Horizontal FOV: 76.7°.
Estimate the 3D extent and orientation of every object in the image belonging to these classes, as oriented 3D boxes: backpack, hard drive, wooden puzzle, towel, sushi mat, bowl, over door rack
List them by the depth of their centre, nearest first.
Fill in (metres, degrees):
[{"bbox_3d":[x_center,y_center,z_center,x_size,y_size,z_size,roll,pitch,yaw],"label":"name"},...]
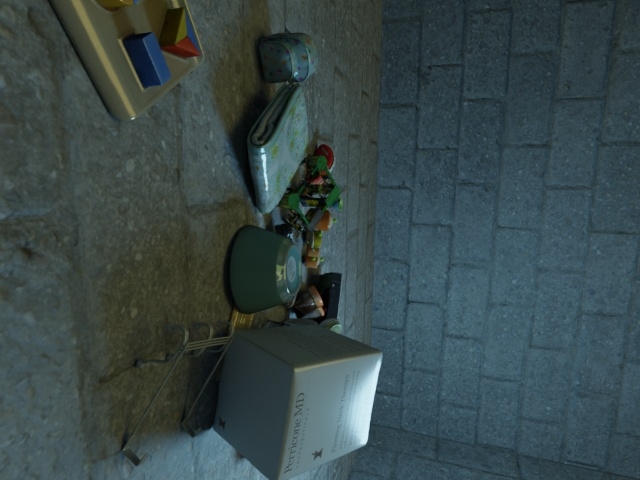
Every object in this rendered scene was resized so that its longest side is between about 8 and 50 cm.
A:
[{"bbox_3d":[-0.365,-0.467,0.839,0.347,0.081,0.321,-68,154,-44],"label":"wooden puzzle"},{"bbox_3d":[-0.359,0.355,1.021,0.323,0.108,0.239,-70,160,-2],"label":"over door rack"},{"bbox_3d":[-0.277,0.325,1.370,0.151,0.019,0.315,56,41,-63],"label":"sushi mat"},{"bbox_3d":[-0.167,0.100,1.387,0.312,0.163,0.310,0,90,-74],"label":"bowl"},{"bbox_3d":[-0.111,-0.630,1.403,0.144,0.189,0.165,-62,151,-52],"label":"backpack"},{"bbox_3d":[-0.139,-0.325,1.420,0.320,0.090,0.374,88,21,-53],"label":"towel"},{"bbox_3d":[0.032,0.336,2.056,0.237,0.064,0.338,153,-55,-71],"label":"hard drive"}]

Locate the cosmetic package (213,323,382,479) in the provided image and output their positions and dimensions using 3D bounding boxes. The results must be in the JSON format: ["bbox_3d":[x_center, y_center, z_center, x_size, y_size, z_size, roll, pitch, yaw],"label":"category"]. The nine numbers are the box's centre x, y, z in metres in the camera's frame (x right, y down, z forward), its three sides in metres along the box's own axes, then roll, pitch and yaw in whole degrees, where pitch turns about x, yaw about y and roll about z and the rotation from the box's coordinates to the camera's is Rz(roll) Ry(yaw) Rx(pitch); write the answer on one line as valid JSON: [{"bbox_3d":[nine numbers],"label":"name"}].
[{"bbox_3d":[-0.069,0.473,1.283,0.394,0.328,0.328,7,94,-45],"label":"cosmetic package"}]

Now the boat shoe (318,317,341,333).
[{"bbox_3d":[0.012,0.420,1.673,0.302,0.094,0.108,-30,118,-50],"label":"boat shoe"}]

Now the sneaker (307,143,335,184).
[{"bbox_3d":[-0.004,-0.359,1.933,0.118,0.108,0.278,49,45,-53],"label":"sneaker"}]

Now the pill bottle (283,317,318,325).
[{"bbox_3d":[-0.093,0.480,1.749,0.153,0.154,0.264,-2,96,-72],"label":"pill bottle"}]

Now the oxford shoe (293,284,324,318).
[{"bbox_3d":[-0.066,0.307,1.897,0.129,0.133,0.363,60,-10,22],"label":"oxford shoe"}]

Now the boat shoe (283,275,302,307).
[{"bbox_3d":[-0.124,0.193,1.731,0.066,0.066,0.183,52,45,-62],"label":"boat shoe"}]

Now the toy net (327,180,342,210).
[{"bbox_3d":[0.088,-0.275,2.310,0.232,0.045,0.121,67,32,-54],"label":"toy net"}]

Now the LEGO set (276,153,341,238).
[{"bbox_3d":[-0.085,-0.189,1.669,0.255,0.192,0.331,47,61,-41],"label":"LEGO set"}]

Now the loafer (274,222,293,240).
[{"bbox_3d":[-0.157,0.027,1.592,0.076,0.079,0.223,-98,-165,-52],"label":"loafer"}]

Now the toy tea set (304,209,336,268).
[{"bbox_3d":[0.000,0.000,1.856,0.336,0.125,0.199,104,-14,-60],"label":"toy tea set"}]

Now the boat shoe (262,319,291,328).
[{"bbox_3d":[-0.174,0.444,1.484,0.127,0.158,0.340,76,25,-43],"label":"boat shoe"}]
